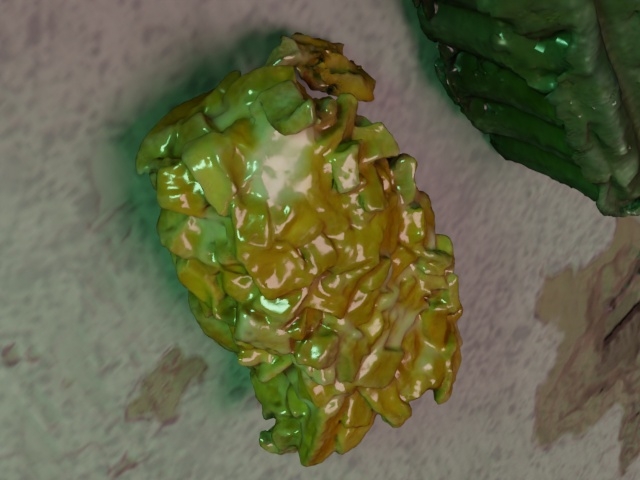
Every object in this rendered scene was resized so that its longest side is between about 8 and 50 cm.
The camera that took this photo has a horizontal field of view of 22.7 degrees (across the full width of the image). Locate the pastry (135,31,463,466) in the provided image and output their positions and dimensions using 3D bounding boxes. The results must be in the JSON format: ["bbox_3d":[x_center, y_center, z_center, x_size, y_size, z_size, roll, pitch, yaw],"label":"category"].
[{"bbox_3d":[0.000,0.000,0.795,0.154,0.102,0.250,-43,140,-21],"label":"pastry"}]

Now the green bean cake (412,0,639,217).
[{"bbox_3d":[0.173,-0.162,0.864,0.255,0.132,0.241,-50,146,-11],"label":"green bean cake"}]
